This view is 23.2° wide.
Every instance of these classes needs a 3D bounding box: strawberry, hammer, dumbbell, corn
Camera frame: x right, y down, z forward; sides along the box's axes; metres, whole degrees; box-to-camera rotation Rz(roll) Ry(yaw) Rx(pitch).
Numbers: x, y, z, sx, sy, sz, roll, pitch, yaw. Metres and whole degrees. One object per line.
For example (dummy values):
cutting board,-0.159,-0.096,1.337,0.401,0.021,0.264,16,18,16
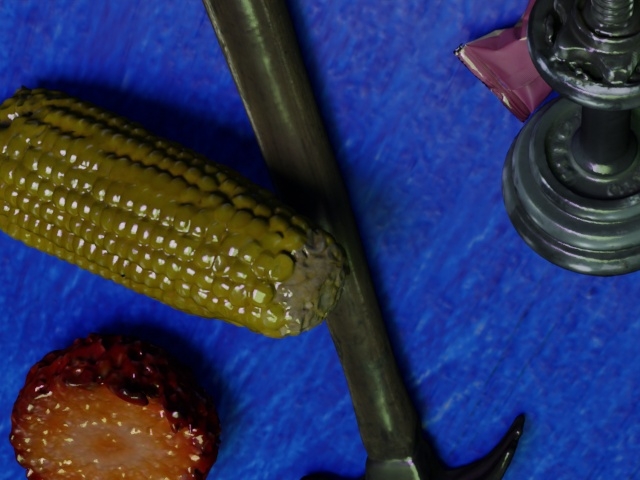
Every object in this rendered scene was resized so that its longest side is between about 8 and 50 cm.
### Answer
strawberry,-0.133,0.119,1.030,0.145,0.086,0.145,9,124,13
hammer,0.000,0.000,0.943,0.168,0.044,0.439,-9,118,22
dumbbell,0.141,-0.071,0.768,0.110,0.110,0.254,7,155,13
corn,-0.104,-0.017,0.906,0.262,0.097,0.097,25,126,23

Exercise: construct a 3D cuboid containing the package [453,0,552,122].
package,0.121,-0.109,0.849,0.059,0.029,0.083,41,119,-16
